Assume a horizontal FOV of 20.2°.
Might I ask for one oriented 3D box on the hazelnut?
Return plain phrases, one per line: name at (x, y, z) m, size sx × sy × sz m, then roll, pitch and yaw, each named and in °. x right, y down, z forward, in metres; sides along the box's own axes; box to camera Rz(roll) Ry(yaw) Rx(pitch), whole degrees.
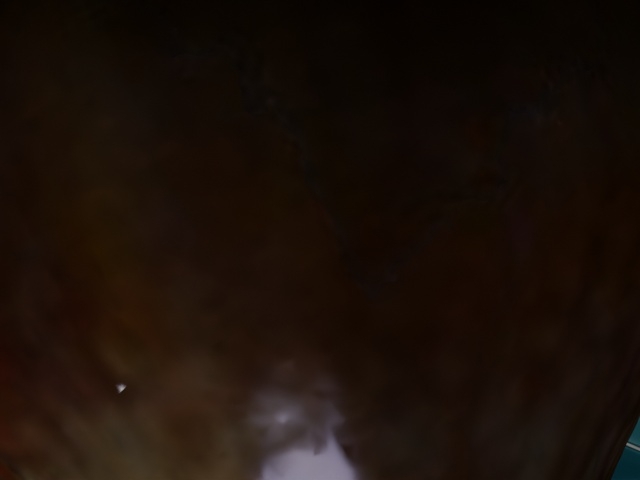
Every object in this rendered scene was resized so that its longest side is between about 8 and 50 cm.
hazelnut at (-0.022, 0.010, 0.739) m, size 0.359 × 0.359 × 0.409 m, roll 2°, pitch 147°, yaw 7°
